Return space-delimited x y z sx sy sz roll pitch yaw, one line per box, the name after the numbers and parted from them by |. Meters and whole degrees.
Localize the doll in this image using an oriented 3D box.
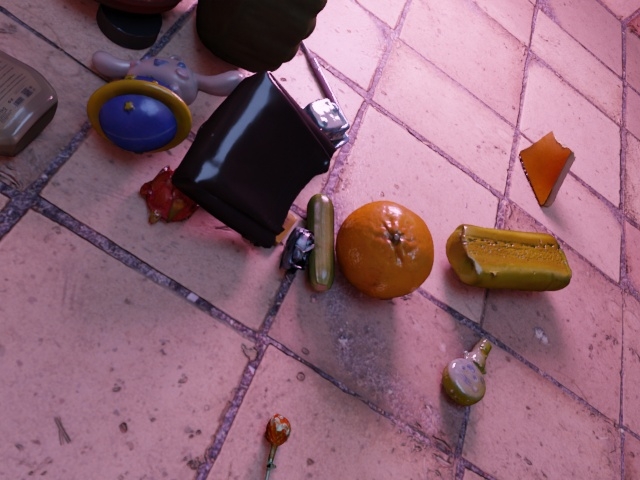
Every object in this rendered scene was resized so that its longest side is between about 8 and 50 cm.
-0.301 -0.266 1.223 0.310 0.160 0.243 -3 35 -5 | doll

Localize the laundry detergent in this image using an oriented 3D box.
-0.603 -0.268 1.072 0.253 0.091 0.181 35 56 -13 | laundry detergent

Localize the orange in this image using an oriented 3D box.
0.143 0.019 1.348 0.219 0.193 0.219 6 79 -30 | orange

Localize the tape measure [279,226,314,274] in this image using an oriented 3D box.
-0.048 0.021 1.283 0.054 0.091 0.094 21 72 -15 | tape measure

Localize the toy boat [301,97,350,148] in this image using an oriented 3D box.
-0.066 -0.236 1.384 0.331 0.133 0.145 -25 81 -40 | toy boat

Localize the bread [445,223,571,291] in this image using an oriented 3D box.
0.481 0.055 1.598 0.383 0.112 0.166 4 60 -31 | bread

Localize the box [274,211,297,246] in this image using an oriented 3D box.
-0.130 -0.067 1.318 0.156 0.022 0.089 40 49 -8 | box

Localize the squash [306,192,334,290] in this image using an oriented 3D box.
0.000 0.000 1.338 0.066 0.066 0.229 15 58 -26 | squash

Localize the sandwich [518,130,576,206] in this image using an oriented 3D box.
0.703 -0.221 1.870 0.058 0.162 0.193 0 65 -37 | sandwich

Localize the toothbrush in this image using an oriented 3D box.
-0.005 -0.445 1.611 0.024 0.029 0.354 -19 76 -25 | toothbrush

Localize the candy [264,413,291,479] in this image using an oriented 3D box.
-0.088 0.394 1.075 0.055 0.049 0.185 61 35 -55 | candy

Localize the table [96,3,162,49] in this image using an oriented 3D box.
-0.415 -0.482 1.349 0.133 0.043 0.134 15 57 -25 | table

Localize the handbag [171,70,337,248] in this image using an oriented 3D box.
-0.120 -0.153 1.222 0.257 0.113 0.285 41 73 -28 | handbag

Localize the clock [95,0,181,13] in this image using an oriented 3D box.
-0.436 -0.614 1.347 0.318 0.080 0.319 18 43 -18 | clock

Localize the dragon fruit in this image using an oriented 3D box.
-0.283 -0.097 1.204 0.126 0.068 0.112 -18 75 -40 | dragon fruit

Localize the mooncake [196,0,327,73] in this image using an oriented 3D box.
-0.128 -0.558 1.381 0.194 0.356 0.357 14 57 -31 | mooncake

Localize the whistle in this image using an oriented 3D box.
0.340 0.294 1.413 0.104 0.057 0.198 44 41 3 | whistle
